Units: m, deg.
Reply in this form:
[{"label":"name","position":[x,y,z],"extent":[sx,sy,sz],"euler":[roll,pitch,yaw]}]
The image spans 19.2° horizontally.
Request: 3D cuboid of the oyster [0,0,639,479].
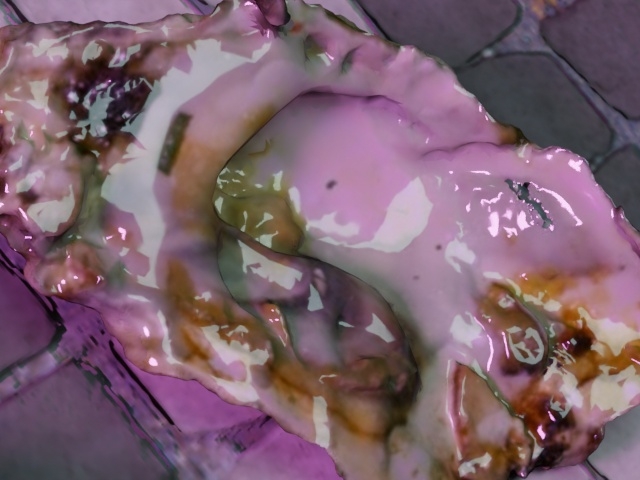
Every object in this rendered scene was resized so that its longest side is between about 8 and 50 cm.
[{"label":"oyster","position":[0.000,-0.002,0.845],"extent":[0.354,0.107,0.201],"euler":[35,73,-20]}]
